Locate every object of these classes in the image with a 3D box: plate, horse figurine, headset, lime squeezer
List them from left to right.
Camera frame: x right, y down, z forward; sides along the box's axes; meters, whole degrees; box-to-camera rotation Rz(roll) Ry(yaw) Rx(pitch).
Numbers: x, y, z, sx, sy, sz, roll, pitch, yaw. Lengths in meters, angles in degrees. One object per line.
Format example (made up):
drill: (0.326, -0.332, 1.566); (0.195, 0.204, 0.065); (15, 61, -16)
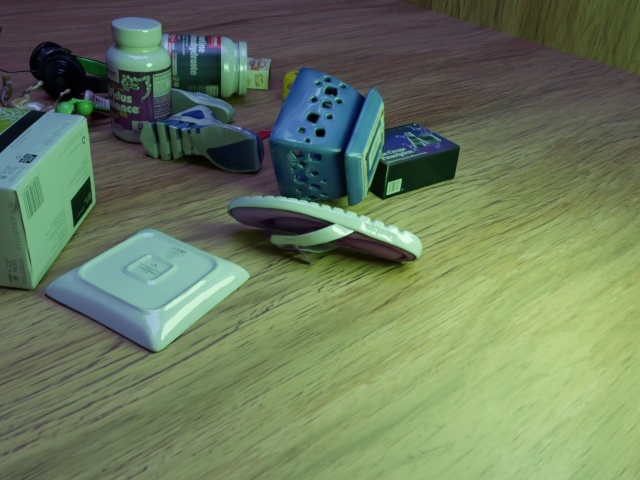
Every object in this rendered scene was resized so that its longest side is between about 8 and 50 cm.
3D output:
horse figurine: (-0.789, -0.376, 1.775); (0.263, 0.066, 0.175); (18, 48, 3)
headset: (-0.803, -0.545, 1.941); (0.394, 0.185, 0.243); (-4, 32, -37)
lime squeezer: (-0.642, -0.336, 1.716); (0.110, 0.059, 0.310); (45, 36, -5)
plate: (-0.318, 0.067, 1.194); (0.277, 0.045, 0.278); (21, 35, 23)

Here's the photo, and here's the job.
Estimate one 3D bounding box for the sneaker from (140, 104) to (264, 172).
sneaker: (-0.292, -0.287, 1.676); (0.315, 0.128, 0.182); (10, 35, 9)

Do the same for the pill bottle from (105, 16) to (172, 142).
pill bottle: (-0.484, -0.429, 1.702); (0.169, 0.302, 0.169); (4, 32, -3)

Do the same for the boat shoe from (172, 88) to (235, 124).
boat shoe: (-0.362, -0.399, 1.897); (0.227, 0.079, 0.081); (19, 27, 9)

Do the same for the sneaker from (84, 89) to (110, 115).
sneaker: (-0.633, -0.392, 1.816); (0.070, 0.051, 0.134); (9, -4, -10)

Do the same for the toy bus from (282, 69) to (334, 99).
toy bus: (-0.023, -0.490, 2.059); (0.202, 0.104, 0.191); (-8, 35, -20)

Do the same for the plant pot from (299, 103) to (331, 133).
plant pot: (0.044, -0.309, 1.692); (0.236, 0.236, 0.033); (-1, 70, -12)

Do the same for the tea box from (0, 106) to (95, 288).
tea box: (-0.658, -0.101, 1.235); (0.323, 0.220, 0.329); (5, 33, 0)

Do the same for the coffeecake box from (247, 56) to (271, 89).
coffeecake box: (-0.268, -0.583, 2.198); (0.185, 0.068, 0.142); (4, 33, -3)

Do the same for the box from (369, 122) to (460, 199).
box: (0.209, -0.216, 1.677); (0.261, 0.103, 0.184); (-18, 37, -33)

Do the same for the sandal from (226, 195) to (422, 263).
sandal: (-0.001, -0.005, 1.298); (0.416, 0.169, 0.102); (12, 73, 8)

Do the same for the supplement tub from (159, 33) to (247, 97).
supplement tub: (-0.373, -0.551, 2.016); (0.272, 0.191, 0.191); (0, 33, -10)

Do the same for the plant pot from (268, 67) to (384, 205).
plant pot: (0.027, -0.227, 1.470); (0.212, 0.236, 0.236); (13, 62, 14)

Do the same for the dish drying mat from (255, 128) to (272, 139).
dish drying mat: (-0.166, -0.307, 1.838); (0.032, 0.008, 0.083); (22, 36, 22)
